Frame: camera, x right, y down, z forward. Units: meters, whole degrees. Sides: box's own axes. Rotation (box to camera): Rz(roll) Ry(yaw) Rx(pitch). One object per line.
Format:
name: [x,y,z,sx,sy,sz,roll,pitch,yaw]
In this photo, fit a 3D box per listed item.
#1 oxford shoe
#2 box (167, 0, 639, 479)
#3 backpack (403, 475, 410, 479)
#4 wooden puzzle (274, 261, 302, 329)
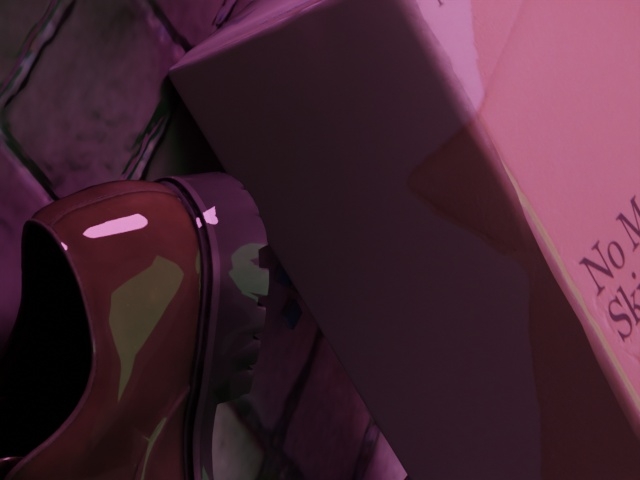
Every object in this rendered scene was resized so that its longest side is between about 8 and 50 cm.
oxford shoe: [-0.084,0.088,0.586,0.096,0.083,0.227,-5,106,-37]
box: [0.091,0.016,0.684,0.311,0.121,0.148,59,44,-14]
backpack: [0.060,0.210,0.814,0.158,0.117,0.173,-44,152,-45]
wooden puzzle: [0.000,0.000,0.755,0.049,0.006,0.083,30,73,-59]
